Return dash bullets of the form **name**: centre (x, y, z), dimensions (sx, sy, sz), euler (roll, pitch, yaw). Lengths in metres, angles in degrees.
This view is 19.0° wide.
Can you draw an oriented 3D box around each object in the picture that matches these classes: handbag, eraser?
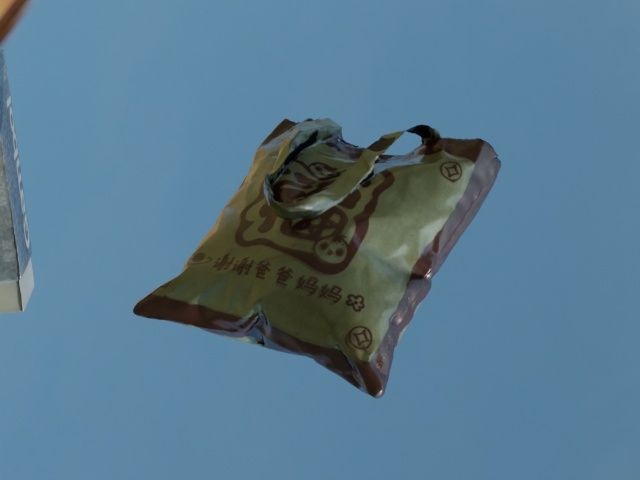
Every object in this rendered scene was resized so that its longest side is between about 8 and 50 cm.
- **handbag**: centre (0.000, 0.000, 1.456), dimensions (0.213, 0.127, 0.235), euler (12, -125, 28)
- **eraser**: centre (-0.278, -0.050, 1.602), dimensions (0.046, 0.212, 0.092), euler (-6, -166, -1)
